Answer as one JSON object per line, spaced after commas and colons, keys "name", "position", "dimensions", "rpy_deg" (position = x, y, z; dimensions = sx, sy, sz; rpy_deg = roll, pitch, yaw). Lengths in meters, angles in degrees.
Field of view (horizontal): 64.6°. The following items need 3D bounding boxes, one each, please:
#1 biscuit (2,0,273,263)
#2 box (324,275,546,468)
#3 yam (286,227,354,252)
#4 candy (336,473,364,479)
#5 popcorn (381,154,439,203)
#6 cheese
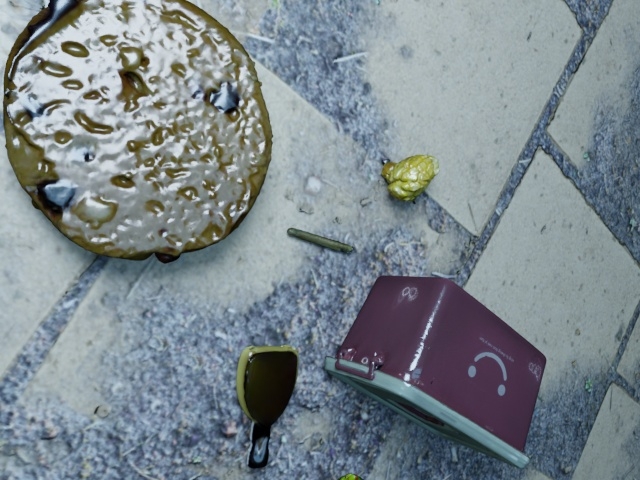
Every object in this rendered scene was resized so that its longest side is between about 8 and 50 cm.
{"name": "biscuit", "position": [-0.188, -0.123, 0.553], "dimensions": [0.296, 0.075, 0.295], "rpy_deg": [-2, 94, -24]}
{"name": "box", "position": [0.174, 0.178, 0.724], "dimensions": [0.294, 0.193, 0.167], "rpy_deg": [37, 68, -26]}
{"name": "yam", "position": [0.000, 0.000, 0.704], "dimensions": [0.107, 0.014, 0.014], "rpy_deg": [17, 86, -29]}
{"name": "candy", "position": [-0.012, 0.403, 0.717], "dimensions": [0.194, 0.062, 0.058], "rpy_deg": [-29, 152, -15]}
{"name": "popcorn", "position": [0.123, -0.098, 0.738], "dimensions": [0.084, 0.084, 0.084], "rpy_deg": [-3, 95, -29]}
{"name": "cheese", "position": [-0.074, 0.221, 0.668], "dimensions": [0.086, 0.036, 0.162], "rpy_deg": [5, 92, -32]}
